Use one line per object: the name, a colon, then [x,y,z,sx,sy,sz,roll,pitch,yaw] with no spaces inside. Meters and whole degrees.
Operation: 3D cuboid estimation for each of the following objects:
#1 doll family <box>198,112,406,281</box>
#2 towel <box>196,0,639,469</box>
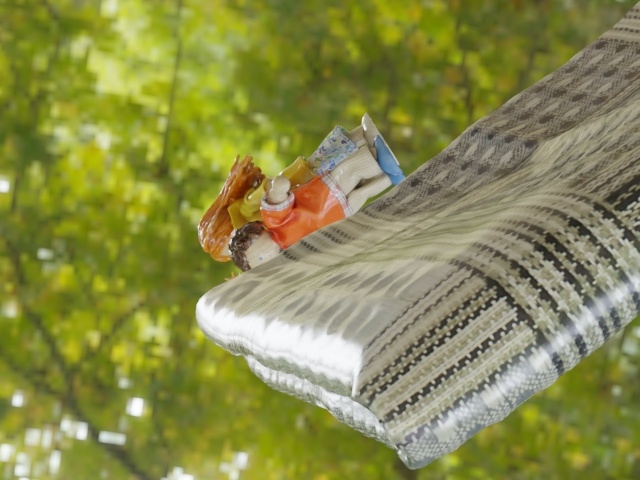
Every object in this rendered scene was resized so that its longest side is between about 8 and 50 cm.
doll family: [0.000,0.000,1.503,0.118,0.163,0.263,61,-175,38]
towel: [0.104,-0.041,0.730,0.312,0.056,0.324,-37,-173,-9]
